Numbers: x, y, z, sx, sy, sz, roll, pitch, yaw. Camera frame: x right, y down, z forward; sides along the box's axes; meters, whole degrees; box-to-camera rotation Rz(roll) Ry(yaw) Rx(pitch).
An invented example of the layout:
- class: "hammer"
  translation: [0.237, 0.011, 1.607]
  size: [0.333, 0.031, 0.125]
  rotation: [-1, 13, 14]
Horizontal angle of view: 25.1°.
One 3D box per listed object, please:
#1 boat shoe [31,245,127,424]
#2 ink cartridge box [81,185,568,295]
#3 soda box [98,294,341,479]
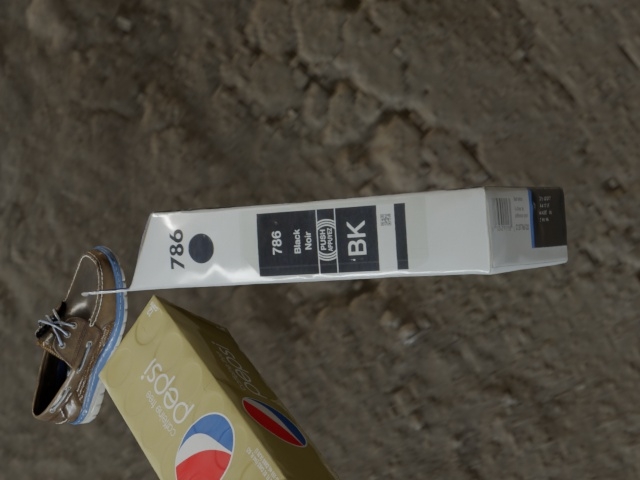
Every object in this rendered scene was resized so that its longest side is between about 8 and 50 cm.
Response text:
- class: "boat shoe"
  translation: [-0.234, 0.094, 1.372]
  size: [0.066, 0.066, 0.183]
  rotation: [-2, 109, -44]
- class: "ink cartridge box"
  translation: [0.000, 0.000, 1.064]
  size: [0.165, 0.332, 0.065]
  rotation: [-6, 91, -63]
- class: "soda box"
  translation: [-0.053, 0.104, 0.763]
  size: [0.058, 0.181, 0.061]
  rotation: [28, 102, -38]
